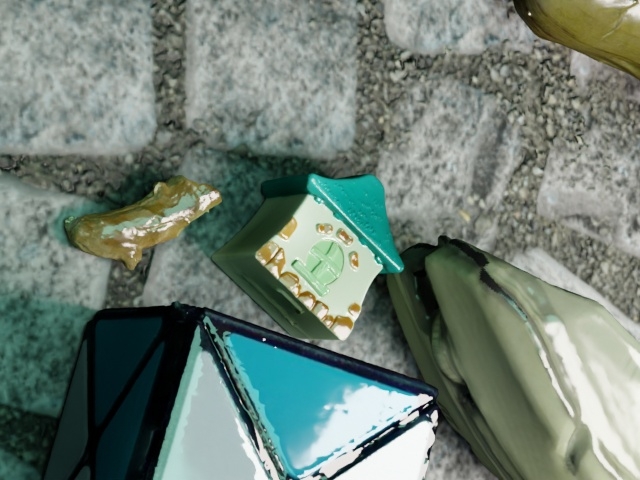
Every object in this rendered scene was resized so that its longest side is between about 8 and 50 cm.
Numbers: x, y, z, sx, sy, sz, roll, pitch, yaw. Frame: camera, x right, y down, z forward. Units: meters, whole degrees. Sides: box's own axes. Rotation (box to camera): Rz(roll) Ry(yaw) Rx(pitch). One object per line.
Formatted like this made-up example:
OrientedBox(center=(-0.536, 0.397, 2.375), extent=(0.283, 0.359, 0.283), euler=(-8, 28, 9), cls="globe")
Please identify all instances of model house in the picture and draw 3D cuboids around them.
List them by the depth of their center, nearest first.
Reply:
OrientedBox(center=(0.000, 0.000, 1.472), extent=(0.127, 0.100, 0.149), euler=(44, 67, -20), cls="model house")

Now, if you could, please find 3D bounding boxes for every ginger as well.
OrientedBox(center=(-0.154, -0.017, 1.423), extent=(0.137, 0.044, 0.057), euler=(-24, 128, -21), cls="ginger")

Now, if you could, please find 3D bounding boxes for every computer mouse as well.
OrientedBox(center=(0.219, 0.169, 1.510), extent=(0.429, 0.228, 0.145), euler=(44, 70, -18), cls="computer mouse")

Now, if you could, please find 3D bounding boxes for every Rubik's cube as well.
OrientedBox(center=(-0.080, 0.202, 1.337), extent=(0.250, 0.248, 0.247), euler=(20, 78, -25), cls="Rubik's cube")

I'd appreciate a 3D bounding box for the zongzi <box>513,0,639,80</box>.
OrientedBox(center=(0.368, -0.171, 1.629), extent=(0.356, 0.174, 0.393), euler=(-8, 90, -27), cls="zongzi")
